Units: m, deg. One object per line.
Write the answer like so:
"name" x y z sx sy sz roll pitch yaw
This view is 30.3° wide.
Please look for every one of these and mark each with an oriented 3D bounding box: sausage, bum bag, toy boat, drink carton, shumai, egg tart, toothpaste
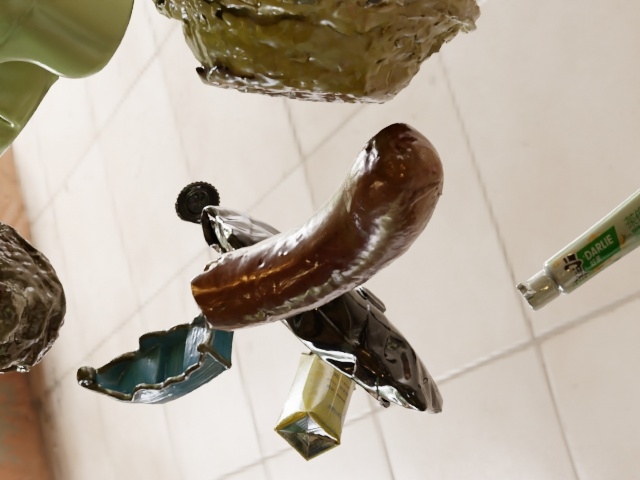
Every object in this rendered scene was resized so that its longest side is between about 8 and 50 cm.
"sausage" 0.005 0.001 1.015 0.302 0.102 0.076 -34 41 41
"bum bag" 0.005 0.074 1.280 0.340 0.095 0.144 42 179 -3
"toy boat" -0.172 0.123 1.229 0.185 0.077 0.075 -28 43 35
"drink carton" 0.006 0.182 1.507 0.074 0.084 0.200 -35 21 34
"shumai" -0.387 0.062 1.277 0.175 0.205 0.166 -35 -34 -86
"egg tart" -0.013 -0.176 0.976 0.294 0.294 0.123 18 103 57
"toothpaste" 0.389 -0.015 1.501 0.058 0.314 0.056 48 -172 -45

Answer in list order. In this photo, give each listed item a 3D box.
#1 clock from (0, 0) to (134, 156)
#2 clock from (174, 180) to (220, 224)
"clock" -0.278 -0.157 0.862 0.348 0.117 0.286 -35 42 28
"clock" -0.204 -0.064 1.974 0.010 0.074 0.083 95 -169 -62
